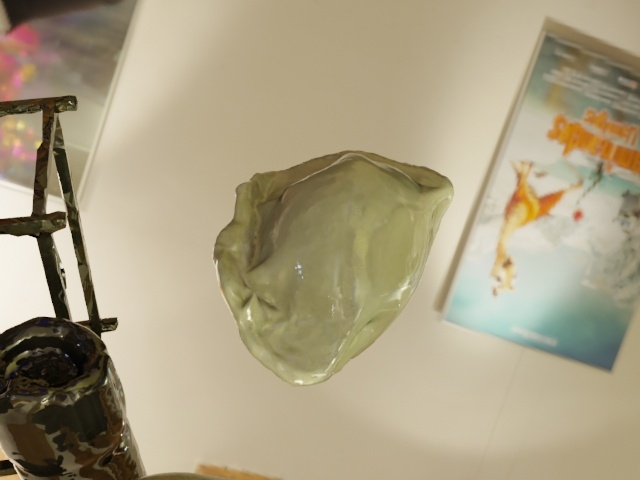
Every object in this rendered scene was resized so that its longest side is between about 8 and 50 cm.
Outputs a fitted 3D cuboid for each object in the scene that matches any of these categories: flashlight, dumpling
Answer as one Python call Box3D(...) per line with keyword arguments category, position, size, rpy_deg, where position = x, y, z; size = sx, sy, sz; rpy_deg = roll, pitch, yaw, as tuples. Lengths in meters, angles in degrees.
Box3D(category="flashlight", position=(-0.164, 0.213, 0.713), size=(0.103, 0.424, 0.103), rpy_deg=(-1, -133, 1))
Box3D(category="dumpling", position=(0.000, 0.000, 0.660), size=(0.151, 0.124, 0.229), rpy_deg=(25, -135, 12))

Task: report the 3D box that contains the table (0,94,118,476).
Box3D(category="table", position=(-0.365, 0.060, 0.958), size=(0.272, 0.335, 0.222), rpy_deg=(-7, -140, -8))

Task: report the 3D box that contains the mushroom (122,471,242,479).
Box3D(category="mushroom", position=(0.011, 0.229, 0.607), size=(0.351, 0.095, 0.122), rpy_deg=(23, 179, -21))
